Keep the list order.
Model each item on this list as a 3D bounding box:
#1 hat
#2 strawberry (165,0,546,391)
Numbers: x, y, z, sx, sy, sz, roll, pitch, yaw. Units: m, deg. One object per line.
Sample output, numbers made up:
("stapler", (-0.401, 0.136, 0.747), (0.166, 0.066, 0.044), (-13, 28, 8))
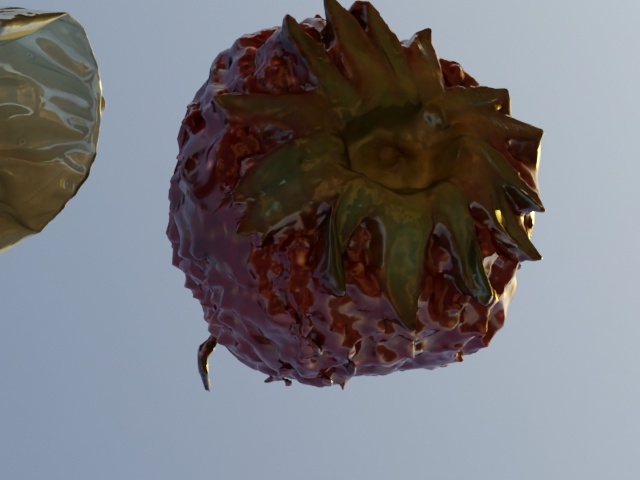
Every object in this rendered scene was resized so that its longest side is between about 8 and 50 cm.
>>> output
("hat", (-0.386, -0.144, 1.917), (0.301, 0.257, 0.168), (14, -155, 11))
("strawberry", (-0.002, 0.001, 1.367), (0.292, 0.343, 0.292), (11, -121, -18))
